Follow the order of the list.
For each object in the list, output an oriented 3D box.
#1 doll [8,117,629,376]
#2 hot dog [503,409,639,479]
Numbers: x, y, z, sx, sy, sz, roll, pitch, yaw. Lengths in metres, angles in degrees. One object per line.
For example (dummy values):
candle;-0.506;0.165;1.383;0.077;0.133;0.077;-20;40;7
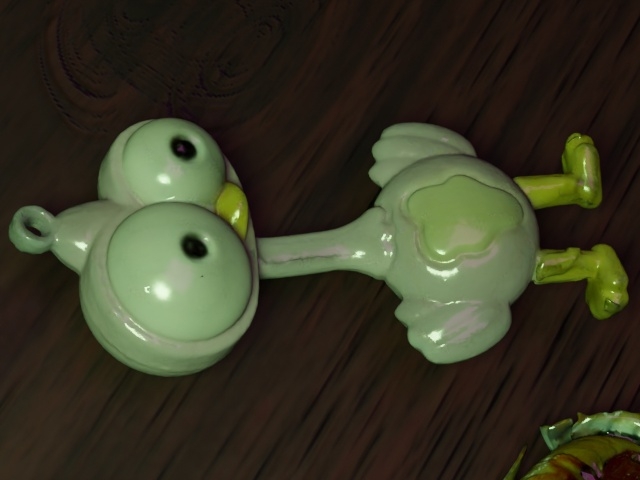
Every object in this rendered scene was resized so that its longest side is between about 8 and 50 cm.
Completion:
doll;-0.001;0.000;1.094;0.365;0.094;0.160;1;65;-20
hot dog;0.144;0.217;1.061;0.162;0.082;0.270;43;60;0
